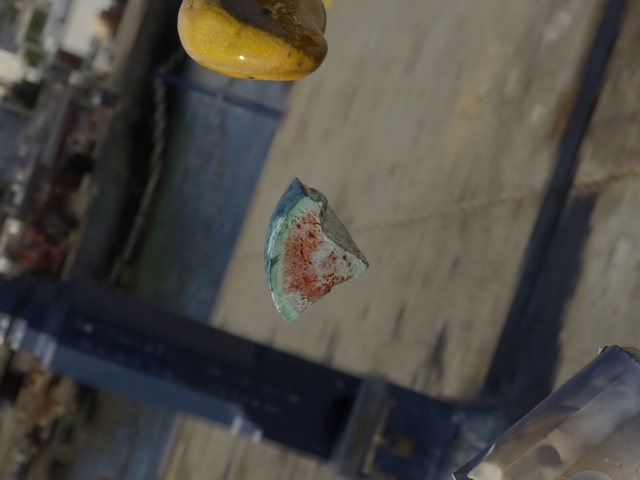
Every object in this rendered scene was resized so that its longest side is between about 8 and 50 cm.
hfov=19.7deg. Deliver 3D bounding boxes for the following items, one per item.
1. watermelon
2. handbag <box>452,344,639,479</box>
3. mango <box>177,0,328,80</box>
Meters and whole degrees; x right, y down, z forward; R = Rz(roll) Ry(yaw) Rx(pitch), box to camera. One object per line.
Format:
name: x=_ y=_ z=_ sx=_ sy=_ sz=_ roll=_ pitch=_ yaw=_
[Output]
watermelon: x=0.000 y=0.000 z=1.037 sx=0.085 sy=0.061 sz=0.085 roll=17 pitch=-90 yaw=-90
handbag: x=0.179 y=0.144 z=1.229 sx=0.173 sy=0.117 sz=0.095 roll=-37 pitch=51 yaw=-5
mango: x=-0.065 y=-0.225 z=1.894 sx=0.262 sy=0.157 sz=0.109 roll=-143 pitch=54 yaw=-71
